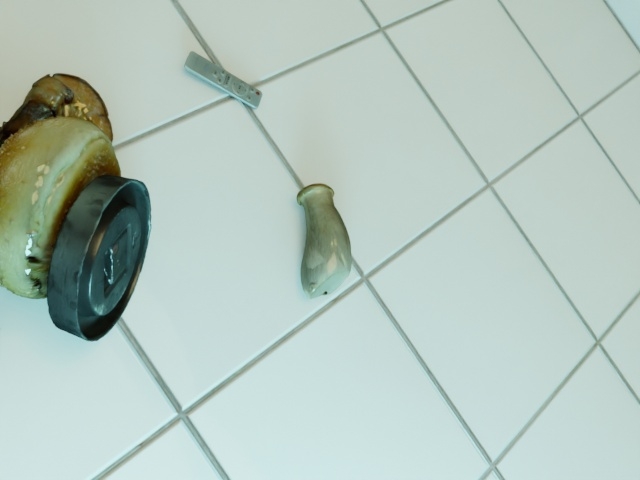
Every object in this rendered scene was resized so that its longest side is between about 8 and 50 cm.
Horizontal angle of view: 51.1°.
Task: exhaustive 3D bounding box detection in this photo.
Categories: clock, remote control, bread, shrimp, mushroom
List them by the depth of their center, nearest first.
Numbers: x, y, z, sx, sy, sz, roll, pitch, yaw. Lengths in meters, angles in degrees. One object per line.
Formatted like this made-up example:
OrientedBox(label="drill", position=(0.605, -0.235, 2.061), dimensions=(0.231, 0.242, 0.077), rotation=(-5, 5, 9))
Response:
OrientedBox(label="bread", position=(-0.447, -0.058, 1.088), dimensions=(0.158, 0.306, 0.306), rotation=(18, 62, 1))
OrientedBox(label="clock", position=(-0.358, 0.026, 1.105), dimensions=(0.055, 0.281, 0.281), rotation=(15, 62, 3))
OrientedBox(label="shrimp", position=(-0.490, -0.188, 1.244), dimensions=(0.178, 0.075, 0.289), rotation=(31, 46, -17))
OrientedBox(label="mushroom", position=(0.009, 0.002, 1.416), dimensions=(0.096, 0.108, 0.247), rotation=(32, 50, -63))
OrientedBox(label="remote control", position=(-0.214, -0.350, 1.476), dimensions=(0.184, 0.027, 0.050), rotation=(27, 62, -22))
